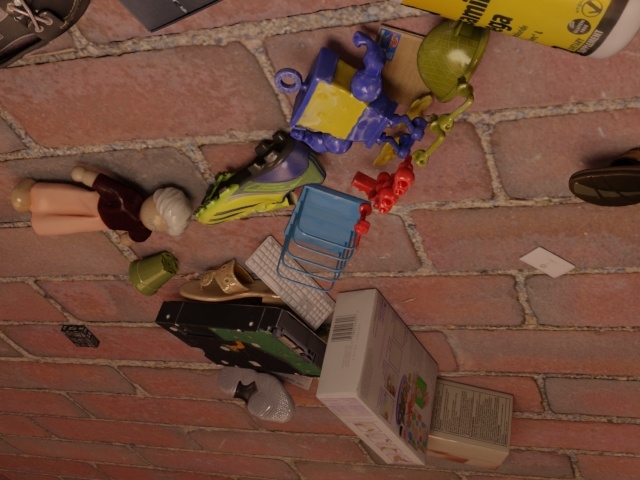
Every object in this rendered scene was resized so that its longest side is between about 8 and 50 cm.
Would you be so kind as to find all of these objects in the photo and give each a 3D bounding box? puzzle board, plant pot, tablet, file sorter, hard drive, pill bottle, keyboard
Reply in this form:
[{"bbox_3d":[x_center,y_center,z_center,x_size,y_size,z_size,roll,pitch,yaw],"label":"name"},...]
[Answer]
[{"bbox_3d":[0.114,-0.238,1.133,0.096,0.011,0.128,17,146,-1],"label":"puzzle board"},{"bbox_3d":[-0.336,0.061,1.685,0.079,0.083,0.083,-27,130,28],"label":"plant pot"},{"bbox_3d":[0.397,0.039,1.437,0.083,0.006,0.054,27,145,-18],"label":"tablet"},{"bbox_3d":[0.000,0.000,1.438,0.118,0.105,0.170,18,146,-6],"label":"file sorter"},{"bbox_3d":[-0.156,0.209,1.750,0.338,0.064,0.237,1,150,37],"label":"hard drive"},{"bbox_3d":[0.170,-0.317,0.838,0.333,0.188,0.188,15,146,-1],"label":"pill bottle"},{"bbox_3d":[-0.054,0.089,1.622,0.014,0.072,0.256,26,163,48],"label":"keyboard"}]

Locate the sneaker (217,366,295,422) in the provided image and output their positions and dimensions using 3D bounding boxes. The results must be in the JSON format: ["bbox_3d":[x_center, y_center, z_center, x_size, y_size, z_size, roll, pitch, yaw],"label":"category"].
[{"bbox_3d":[-0.125,0.382,2.005,0.268,0.101,0.153,20,168,46],"label":"sneaker"}]

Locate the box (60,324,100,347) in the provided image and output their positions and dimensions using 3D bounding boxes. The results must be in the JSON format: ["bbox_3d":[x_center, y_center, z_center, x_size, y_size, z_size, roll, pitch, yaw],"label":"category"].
[{"bbox_3d":[-0.615,0.246,2.097,0.067,0.018,0.083,-1,144,21],"label":"box"}]

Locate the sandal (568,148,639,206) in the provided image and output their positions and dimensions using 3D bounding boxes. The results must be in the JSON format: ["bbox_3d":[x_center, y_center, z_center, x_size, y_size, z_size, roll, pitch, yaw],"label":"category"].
[{"bbox_3d":[0.464,-0.102,1.168,0.219,0.060,0.090,-13,146,13],"label":"sandal"}]

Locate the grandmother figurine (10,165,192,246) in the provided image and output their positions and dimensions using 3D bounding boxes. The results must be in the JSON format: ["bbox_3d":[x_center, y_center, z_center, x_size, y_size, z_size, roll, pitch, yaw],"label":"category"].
[{"bbox_3d":[-0.387,-0.052,1.512,0.342,0.104,0.208,2,153,22],"label":"grandmother figurine"}]

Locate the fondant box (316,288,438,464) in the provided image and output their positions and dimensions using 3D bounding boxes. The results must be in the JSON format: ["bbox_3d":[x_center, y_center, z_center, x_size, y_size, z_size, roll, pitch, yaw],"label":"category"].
[{"bbox_3d":[0.127,0.287,1.688,0.096,0.238,0.330,-10,139,31],"label":"fondant box"}]

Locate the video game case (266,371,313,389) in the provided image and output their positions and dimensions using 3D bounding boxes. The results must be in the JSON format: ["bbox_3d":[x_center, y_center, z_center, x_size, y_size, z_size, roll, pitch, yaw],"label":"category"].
[{"bbox_3d":[-0.103,0.268,1.914,0.201,0.023,0.183,23,147,4],"label":"video game case"}]

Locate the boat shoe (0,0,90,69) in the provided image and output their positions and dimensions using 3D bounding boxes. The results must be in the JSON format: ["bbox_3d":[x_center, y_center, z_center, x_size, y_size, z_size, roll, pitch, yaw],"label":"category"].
[{"bbox_3d":[-0.439,-0.302,1.165,0.335,0.096,0.112,-17,136,38],"label":"boat shoe"}]

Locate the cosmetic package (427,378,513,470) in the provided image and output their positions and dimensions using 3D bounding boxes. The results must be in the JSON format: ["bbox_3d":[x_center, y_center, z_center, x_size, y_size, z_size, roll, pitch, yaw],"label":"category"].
[{"bbox_3d":[0.283,0.415,1.899,0.296,0.153,0.129,14,145,3],"label":"cosmetic package"}]

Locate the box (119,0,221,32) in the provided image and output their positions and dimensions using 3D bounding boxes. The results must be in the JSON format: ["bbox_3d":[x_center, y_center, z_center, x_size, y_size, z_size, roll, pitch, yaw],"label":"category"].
[{"bbox_3d":[-0.216,-0.380,1.003,0.183,0.059,0.233,-11,138,35],"label":"box"}]

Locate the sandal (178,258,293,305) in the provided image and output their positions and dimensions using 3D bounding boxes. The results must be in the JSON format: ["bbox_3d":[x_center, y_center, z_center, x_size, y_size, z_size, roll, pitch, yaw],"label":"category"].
[{"bbox_3d":[-0.164,0.074,1.656,0.240,0.088,0.079,6,115,0],"label":"sandal"}]

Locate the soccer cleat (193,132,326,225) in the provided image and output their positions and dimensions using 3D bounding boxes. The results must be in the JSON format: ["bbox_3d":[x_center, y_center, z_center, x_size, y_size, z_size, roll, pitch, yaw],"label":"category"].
[{"bbox_3d":[-0.107,-0.076,1.372,0.121,0.093,0.289,37,139,-23],"label":"soccer cleat"}]

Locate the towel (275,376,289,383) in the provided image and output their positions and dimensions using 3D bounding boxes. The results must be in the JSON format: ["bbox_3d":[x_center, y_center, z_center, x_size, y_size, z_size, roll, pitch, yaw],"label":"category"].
[{"bbox_3d":[-0.092,0.333,2.041,0.083,0.009,0.060,31,142,-25],"label":"towel"}]

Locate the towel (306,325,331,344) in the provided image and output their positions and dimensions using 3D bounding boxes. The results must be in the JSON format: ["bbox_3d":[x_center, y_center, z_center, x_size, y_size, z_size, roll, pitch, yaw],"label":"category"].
[{"bbox_3d":[0.040,0.224,1.819,0.148,0.027,0.110,1,143,19],"label":"towel"}]

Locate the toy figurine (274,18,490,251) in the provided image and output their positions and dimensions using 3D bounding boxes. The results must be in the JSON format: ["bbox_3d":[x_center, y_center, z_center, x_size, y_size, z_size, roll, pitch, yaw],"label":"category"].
[{"bbox_3d":[0.040,-0.176,1.085,0.217,0.191,0.362,26,144,-7],"label":"toy figurine"}]
